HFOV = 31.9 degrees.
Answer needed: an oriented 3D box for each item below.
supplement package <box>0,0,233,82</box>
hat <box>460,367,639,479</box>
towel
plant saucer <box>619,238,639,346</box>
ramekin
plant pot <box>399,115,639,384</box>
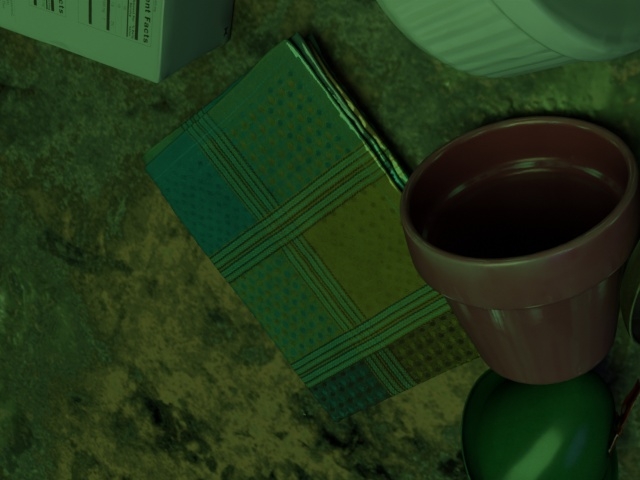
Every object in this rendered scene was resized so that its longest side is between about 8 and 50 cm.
[{"bbox_3d":[-0.217,-0.267,1.077,0.244,0.139,0.134,21,125,17],"label":"supplement package"},{"bbox_3d":[0.244,0.150,0.998,0.173,0.209,0.183,19,148,-15],"label":"hat"},{"bbox_3d":[0.000,0.000,1.162,0.271,0.040,0.370,-31,99,38],"label":"towel"},{"bbox_3d":[0.300,0.011,0.925,0.029,0.168,0.168,37,131,34],"label":"plant saucer"},{"bbox_3d":[0.133,-0.246,0.821,0.127,0.273,0.273,-20,104,48],"label":"ramekin"},{"bbox_3d":[0.184,0.019,0.981,0.201,0.201,0.180,4,133,28],"label":"plant pot"}]
